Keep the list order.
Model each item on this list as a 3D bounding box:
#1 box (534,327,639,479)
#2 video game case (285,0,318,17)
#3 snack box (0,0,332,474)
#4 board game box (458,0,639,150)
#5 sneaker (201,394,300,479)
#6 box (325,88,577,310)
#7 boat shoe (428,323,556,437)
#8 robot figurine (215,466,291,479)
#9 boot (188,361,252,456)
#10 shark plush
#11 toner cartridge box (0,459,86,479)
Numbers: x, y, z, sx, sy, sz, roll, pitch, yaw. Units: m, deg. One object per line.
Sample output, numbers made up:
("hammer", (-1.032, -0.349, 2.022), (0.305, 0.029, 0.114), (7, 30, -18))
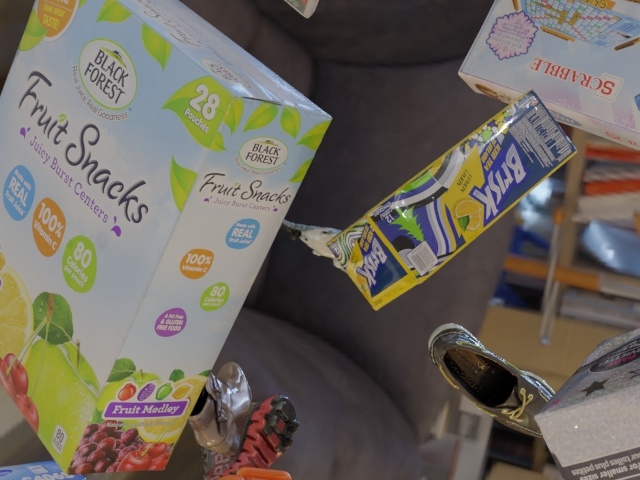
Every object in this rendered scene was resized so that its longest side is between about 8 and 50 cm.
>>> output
("box", (0.285, 0.118, 0.736), (0.142, 0.247, 0.163), (-29, 94, -56))
("video game case", (-0.078, -0.363, 1.459), (0.023, 0.201, 0.183), (-51, -178, -8))
("snack box", (-0.108, -0.016, 0.616), (0.070, 0.174, 0.207), (8, 115, -46))
("board game box", (0.365, -0.272, 1.374), (0.066, 0.318, 0.318), (31, 86, -57))
("sneaker", (-0.144, 0.363, 1.943), (0.276, 0.135, 0.098), (-60, 136, -39))
("box", (0.085, -0.027, 0.763), (0.169, 0.054, 0.059), (-36, 179, -34))
("boat shoe", (0.239, 0.200, 1.612), (0.081, 0.227, 0.069), (-52, -170, 13))
("robot figurine", (-0.080, 0.397, 1.689), (0.128, 0.219, 0.158), (153, -51, -68))
("boot", (-0.099, 0.144, 1.136), (0.087, 0.042, 0.118), (60, 17, -45))
("shark plush", (0.000, 0.000, 1.920), (0.067, 0.161, 0.073), (-109, -151, -60))
("toner cartridge box", (-0.458, 0.497, 1.742), (0.165, 0.075, 0.348), (3, 106, -50))
